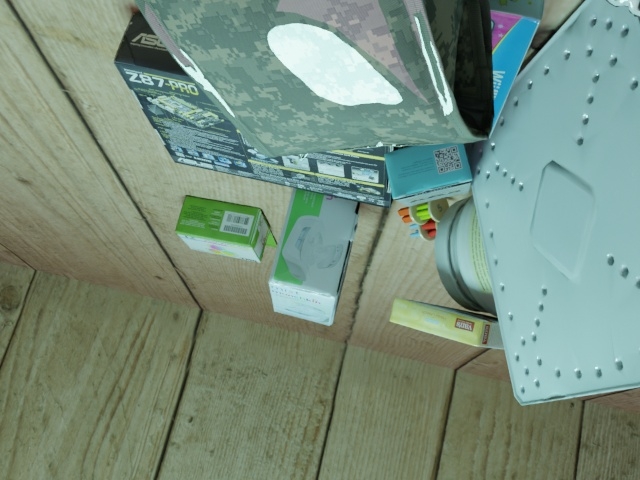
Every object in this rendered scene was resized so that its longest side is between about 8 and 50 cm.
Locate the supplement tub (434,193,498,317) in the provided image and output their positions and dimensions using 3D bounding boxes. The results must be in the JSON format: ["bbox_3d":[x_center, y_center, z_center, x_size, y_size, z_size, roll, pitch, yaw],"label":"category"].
[{"bbox_3d":[0.360,0.004,1.062,0.235,0.235,0.325,25,159,-30],"label":"supplement tub"}]

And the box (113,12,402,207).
[{"bbox_3d":[-0.072,-0.180,1.050,0.395,0.097,0.318,13,164,10],"label":"box"}]

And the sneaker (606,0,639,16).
[{"bbox_3d":[0.221,-0.276,0.597,0.234,0.078,0.106,19,148,4],"label":"sneaker"}]

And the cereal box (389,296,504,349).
[{"bbox_3d":[0.255,0.145,1.157,0.173,0.047,0.240,11,177,43],"label":"cereal box"}]

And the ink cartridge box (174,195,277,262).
[{"bbox_3d":[-0.220,-0.003,1.694,0.189,0.097,0.255,10,161,11],"label":"ink cartridge box"}]

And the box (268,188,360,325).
[{"bbox_3d":[0.000,0.000,1.276,0.127,0.262,0.231,13,163,4],"label":"box"}]

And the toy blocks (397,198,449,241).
[{"bbox_3d":[0.203,-0.039,1.341,0.123,0.054,0.148,24,160,-30],"label":"toy blocks"}]

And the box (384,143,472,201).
[{"bbox_3d":[0.153,-0.091,0.959,0.100,0.060,0.244,-13,178,11],"label":"box"}]

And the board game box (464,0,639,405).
[{"bbox_3d":[0.295,-0.025,0.790,0.050,0.390,0.390,-4,163,-14],"label":"board game box"}]

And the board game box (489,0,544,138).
[{"bbox_3d":[0.070,-0.236,0.769,0.303,0.097,0.224,11,158,5],"label":"board game box"}]

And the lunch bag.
[{"bbox_3d":[0.006,-0.192,0.585,0.235,0.169,0.287,-1,140,29],"label":"lunch bag"}]
